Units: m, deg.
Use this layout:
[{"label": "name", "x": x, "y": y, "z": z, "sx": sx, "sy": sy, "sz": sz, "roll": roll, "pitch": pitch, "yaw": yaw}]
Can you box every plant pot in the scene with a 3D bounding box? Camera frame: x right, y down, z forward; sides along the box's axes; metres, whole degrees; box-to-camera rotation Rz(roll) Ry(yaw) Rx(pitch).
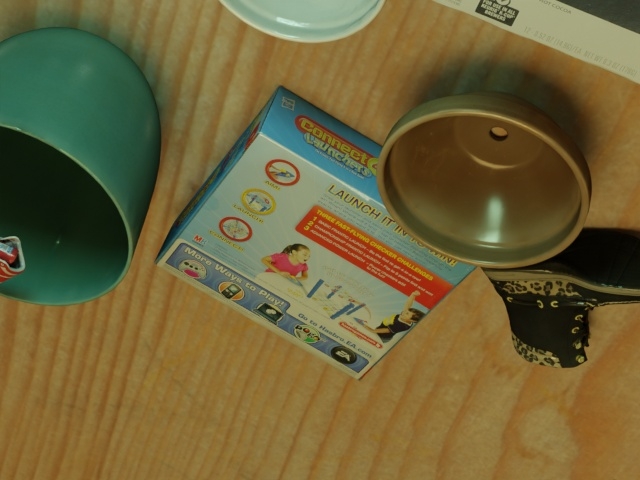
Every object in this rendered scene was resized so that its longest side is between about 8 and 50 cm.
[{"label": "plant pot", "x": -0.317, "y": -0.107, "z": 2.131, "sx": 0.293, "sy": 0.235, "sz": 0.293, "roll": 12, "pitch": 138, "yaw": 11}, {"label": "plant pot", "x": 0.188, "y": -0.089, "z": 2.041, "sx": 0.237, "sy": 0.109, "sz": 0.237, "roll": 10, "pitch": 137, "yaw": 10}]

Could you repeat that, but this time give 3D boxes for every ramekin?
[{"label": "ramekin", "x": -0.016, "y": -0.316, "z": 1.885, "sx": 0.207, "sy": 0.109, "sz": 0.207, "roll": 11, "pitch": 137, "yaw": 10}]

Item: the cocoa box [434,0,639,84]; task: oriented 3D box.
[{"label": "cocoa box", "x": 0.264, "y": -0.322, "z": 1.671, "sx": 0.347, "sy": 0.231, "sz": 0.228, "roll": 22, "pitch": 138, "yaw": -2}]

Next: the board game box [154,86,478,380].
[{"label": "board game box", "x": 0.000, "y": 0.000, "z": 2.228, "sx": 0.308, "sy": 0.086, "sz": 0.302, "roll": 31, "pitch": 137, "yaw": -11}]

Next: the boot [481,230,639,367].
[{"label": "boot", "x": 0.317, "y": 0.075, "z": 2.184, "sx": 0.236, "sy": 0.085, "sz": 0.178, "roll": 6, "pitch": 139, "yaw": 26}]

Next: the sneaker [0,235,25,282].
[{"label": "sneaker", "x": -0.384, "y": 0.004, "z": 2.066, "sx": 0.067, "sy": 0.042, "sz": 0.118, "roll": -16, "pitch": 134, "yaw": 39}]
